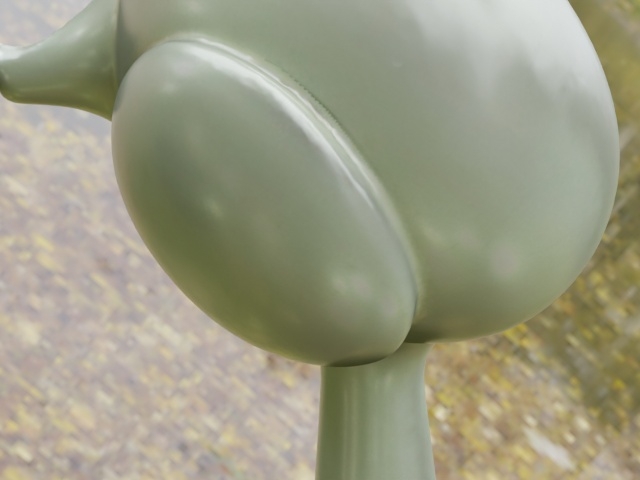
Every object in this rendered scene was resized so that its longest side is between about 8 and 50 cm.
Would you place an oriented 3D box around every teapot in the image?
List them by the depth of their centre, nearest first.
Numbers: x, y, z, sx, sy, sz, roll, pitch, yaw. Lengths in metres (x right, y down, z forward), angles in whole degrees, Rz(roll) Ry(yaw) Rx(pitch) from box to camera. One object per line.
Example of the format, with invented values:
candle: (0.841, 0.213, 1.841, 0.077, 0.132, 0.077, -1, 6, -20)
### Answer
teapot: (0.025, 0.005, 0.608, 0.220, 0.149, 0.318, -3, -54, 56)
